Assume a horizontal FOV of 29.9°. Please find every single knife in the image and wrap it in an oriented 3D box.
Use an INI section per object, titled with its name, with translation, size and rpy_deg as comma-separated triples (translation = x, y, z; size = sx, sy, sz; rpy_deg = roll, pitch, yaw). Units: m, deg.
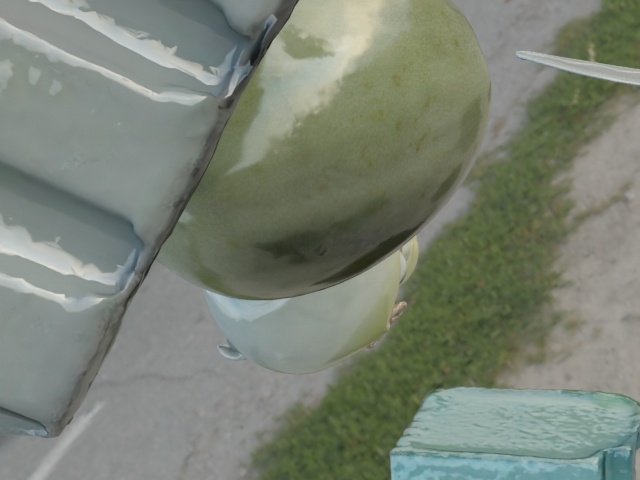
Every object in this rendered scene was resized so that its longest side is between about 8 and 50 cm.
[knife]
translation = 0.413, -0.201, 1.512
size = 0.336, 0.043, 0.081
rpy_deg = 5, 25, -4

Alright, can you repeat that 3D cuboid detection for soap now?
[soap]
translation = -0.262, -0.105, 0.547
size = 0.350, 0.435, 0.213
rpy_deg = -65, 17, 10

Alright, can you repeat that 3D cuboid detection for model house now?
[model house]
translation = 0.235, 0.326, 1.398
size = 0.280, 0.249, 0.230
rpy_deg = 0, 15, 20

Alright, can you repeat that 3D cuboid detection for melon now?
[melon]
translation = -0.025, -0.088, 0.865
size = 0.272, 0.308, 0.272
rpy_deg = -9, 79, 56

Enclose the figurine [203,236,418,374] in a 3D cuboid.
[figurine]
translation = 0.000, 0.000, 1.313
size = 0.226, 0.274, 0.394
rpy_deg = -48, -16, 18
